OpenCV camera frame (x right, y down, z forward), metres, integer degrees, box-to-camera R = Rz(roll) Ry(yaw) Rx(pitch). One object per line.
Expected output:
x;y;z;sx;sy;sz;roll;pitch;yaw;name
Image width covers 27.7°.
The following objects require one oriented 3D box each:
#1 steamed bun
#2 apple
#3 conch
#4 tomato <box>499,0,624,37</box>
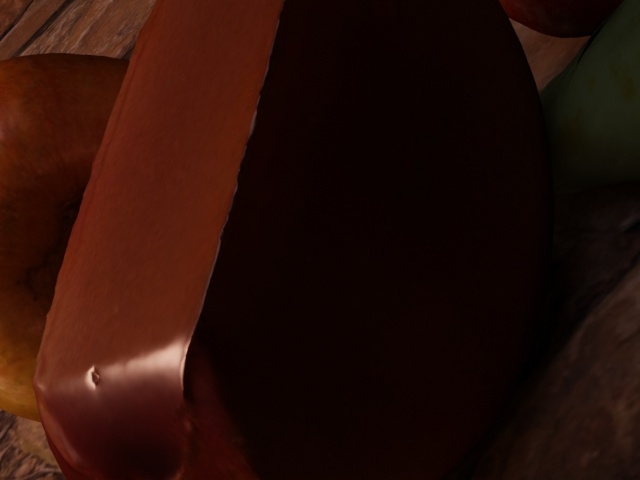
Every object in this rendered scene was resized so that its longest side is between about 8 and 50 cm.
0.000;0.000;0.795;0.235;0.248;0.379;-18;53;49;steamed bun
-0.194;-0.007;1.028;0.299;0.299;0.275;-46;26;-1;apple
0.226;-0.105;0.794;0.250;0.137;0.143;156;124;-70;conch
0.188;-0.235;0.970;0.187;0.151;0.187;-35;33;27;tomato
